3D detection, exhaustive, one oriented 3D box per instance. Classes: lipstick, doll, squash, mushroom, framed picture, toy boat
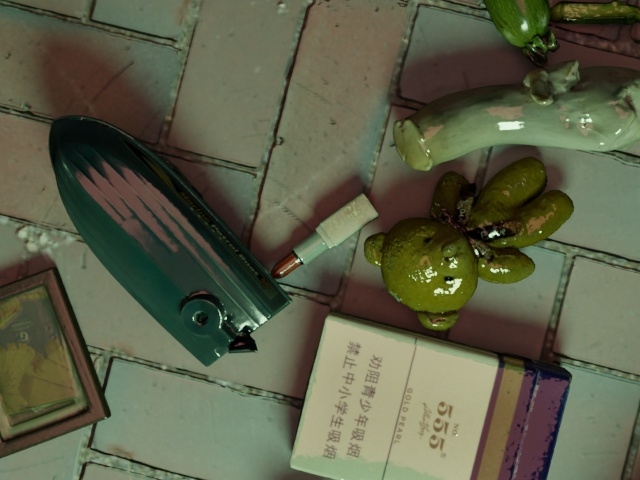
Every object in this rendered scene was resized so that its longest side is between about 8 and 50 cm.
[{"bbox_3d":[0.000,0.000,1.156,0.129,0.030,0.030,-35,88,0],"label":"lipstick"},{"bbox_3d":[0.155,-0.008,1.124,0.209,0.097,0.137,-37,82,-5],"label":"doll"},{"bbox_3d":[0.188,-0.330,1.142,0.071,0.080,0.318,-8,86,39],"label":"squash"},{"bbox_3d":[0.212,-0.123,1.127,0.278,0.099,0.096,-5,62,5],"label":"mushroom"},{"bbox_3d":[-0.308,0.128,1.164,0.128,0.023,0.168,-21,88,1],"label":"framed picture"},{"bbox_3d":[-0.162,-0.010,1.113,0.114,0.122,0.296,-39,98,19],"label":"toy boat"}]

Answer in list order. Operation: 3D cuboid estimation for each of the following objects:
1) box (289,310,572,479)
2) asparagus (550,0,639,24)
[{"bbox_3d":[0.111,0.180,1.129,0.259,0.071,0.168,15,89,1],"label":"box"},{"bbox_3d":[0.293,-0.237,1.160,0.108,0.021,0.025,2,88,1],"label":"asparagus"}]
